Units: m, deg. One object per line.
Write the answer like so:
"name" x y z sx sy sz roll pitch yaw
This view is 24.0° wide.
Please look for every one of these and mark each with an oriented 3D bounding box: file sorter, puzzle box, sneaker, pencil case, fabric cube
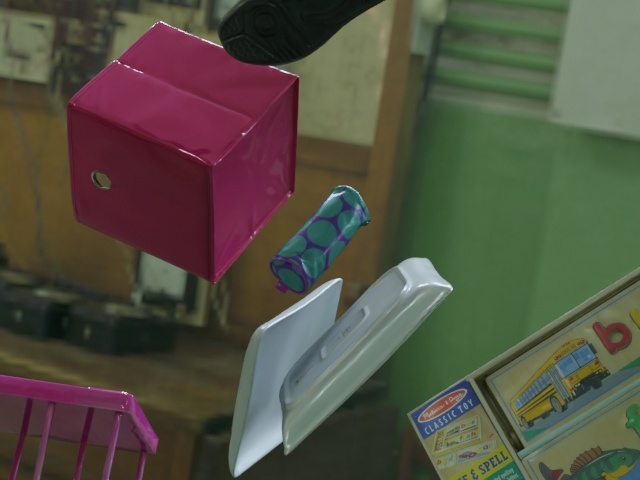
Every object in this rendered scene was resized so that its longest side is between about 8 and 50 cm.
"file sorter" -0.334 0.244 1.519 0.290 0.182 0.202 8 -20 4
"puzzle box" 0.331 0.208 1.791 0.052 0.409 0.272 50 9 -48
"sneaker" 0.001 -0.262 1.546 0.227 0.087 0.130 -29 20 27
"pencil case" 0.000 0.000 1.905 0.064 0.152 0.070 43 -32 -1
"fabric cube" -0.208 -0.136 2.314 0.258 0.254 0.259 24 48 18

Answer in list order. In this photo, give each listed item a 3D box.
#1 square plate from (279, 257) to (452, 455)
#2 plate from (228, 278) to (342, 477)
"square plate" 0.051 0.159 2.317 0.049 0.344 0.347 45 3 -6
"plate" -0.066 0.216 2.464 0.045 0.277 0.278 22 26 21
